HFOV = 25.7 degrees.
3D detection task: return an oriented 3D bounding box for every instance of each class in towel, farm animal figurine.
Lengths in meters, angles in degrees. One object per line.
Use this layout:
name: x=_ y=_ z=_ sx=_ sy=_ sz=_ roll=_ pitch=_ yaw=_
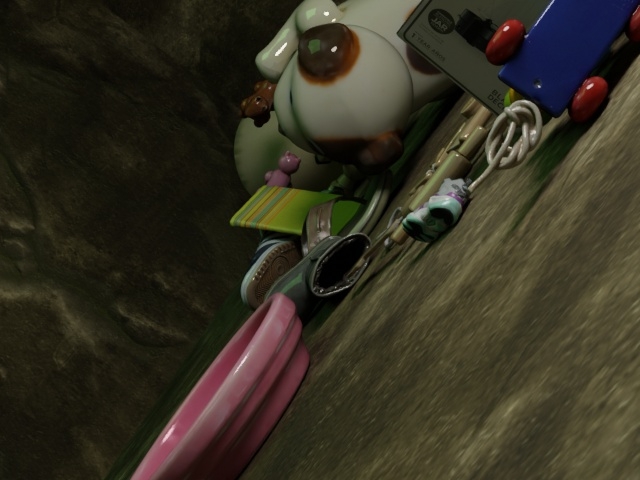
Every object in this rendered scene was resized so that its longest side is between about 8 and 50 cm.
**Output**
towel: x=-0.035 y=-0.042 z=2.267 sx=0.237 sy=0.021 sz=0.102 roll=9 pitch=46 yaw=42
farm animal figurine: x=0.022 y=-0.183 z=2.509 sx=0.326 sy=0.330 sz=0.172 roll=-24 pitch=-11 yaw=-25

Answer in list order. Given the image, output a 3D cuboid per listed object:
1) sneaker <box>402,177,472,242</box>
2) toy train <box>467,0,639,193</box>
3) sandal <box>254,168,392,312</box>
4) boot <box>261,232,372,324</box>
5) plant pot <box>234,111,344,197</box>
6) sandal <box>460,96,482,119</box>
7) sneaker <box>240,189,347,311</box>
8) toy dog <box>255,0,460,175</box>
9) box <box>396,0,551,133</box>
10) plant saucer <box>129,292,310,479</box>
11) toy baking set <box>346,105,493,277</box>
sneaker: x=0.128 y=-0.038 z=1.458 sx=0.069 sy=0.038 sz=0.098 roll=-54 pitch=14 yaw=-28
toy train: x=0.185 y=-0.128 z=1.215 sx=0.248 sy=0.105 sz=0.143 roll=-54 pitch=-6 yaw=-9
sandal: x=-0.001 y=0.001 z=2.052 sx=0.303 sy=0.086 sz=0.120 roll=-47 pitch=5 yaw=-8
boot: x=-0.007 y=0.064 z=1.884 sx=0.190 sy=0.076 sz=0.208 roll=-55 pitch=11 yaw=0
plant pot: x=0.003 y=-0.195 z=2.771 sx=0.256 sy=0.256 sz=0.274 roll=-55 pitch=18 yaw=-26
sandal: x=0.237 y=-0.261 z=1.753 sx=0.240 sy=0.079 sz=0.088 roll=-51 pitch=5 yaw=16
sneaker: x=-0.080 y=0.016 z=2.317 sx=0.153 sy=0.099 sz=0.282 roll=2 pitch=39 yaw=40
toy dog: x=0.093 y=-0.254 z=2.119 sx=0.395 sy=0.285 sz=0.408 roll=-1 pitch=30 yaw=35
box: x=0.222 y=-0.256 z=1.348 sx=0.290 sy=0.169 sz=0.087 roll=-50 pitch=3 yaw=46
plant saucer: x=-0.118 y=0.215 z=1.684 sx=0.332 sy=0.084 sz=0.332 roll=-53 pitch=5 yaw=7
toy baking set: x=0.122 y=-0.050 z=1.657 sx=0.256 sy=0.030 sz=0.197 roll=-53 pitch=2 yaw=-2
